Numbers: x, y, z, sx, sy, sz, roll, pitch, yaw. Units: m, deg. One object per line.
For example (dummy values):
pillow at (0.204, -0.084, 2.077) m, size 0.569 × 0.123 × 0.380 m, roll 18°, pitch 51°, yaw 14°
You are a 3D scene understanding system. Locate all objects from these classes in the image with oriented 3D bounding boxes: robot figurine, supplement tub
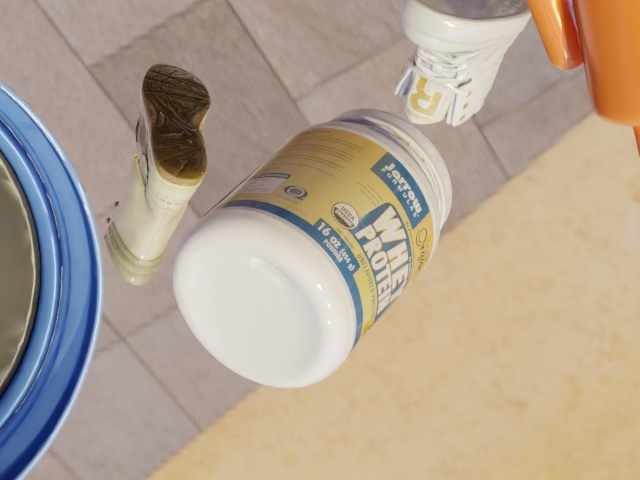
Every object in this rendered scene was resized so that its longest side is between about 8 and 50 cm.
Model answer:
robot figurine at (0.215, -0.151, 0.963) m, size 0.128 × 0.158 × 0.219 m, roll -19°, pitch 105°, yaw -27°
supplement tub at (0.000, 0.000, 1.162) m, size 0.144 × 0.199 × 0.144 m, roll 18°, pitch 129°, yaw 24°

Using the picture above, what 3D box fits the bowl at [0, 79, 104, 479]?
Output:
bowl at (-0.350, 0.038, 1.113) m, size 0.391 × 0.077 × 0.391 m, roll -5°, pitch 103°, yaw -24°

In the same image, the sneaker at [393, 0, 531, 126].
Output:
sneaker at (0.125, -0.171, 1.476) m, size 0.108 × 0.292 × 0.169 m, roll 31°, pitch 114°, yaw 12°

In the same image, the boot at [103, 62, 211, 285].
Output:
boot at (-0.174, -0.073, 1.653) m, size 0.077 × 0.213 × 0.165 m, roll 14°, pitch 127°, yaw -17°
